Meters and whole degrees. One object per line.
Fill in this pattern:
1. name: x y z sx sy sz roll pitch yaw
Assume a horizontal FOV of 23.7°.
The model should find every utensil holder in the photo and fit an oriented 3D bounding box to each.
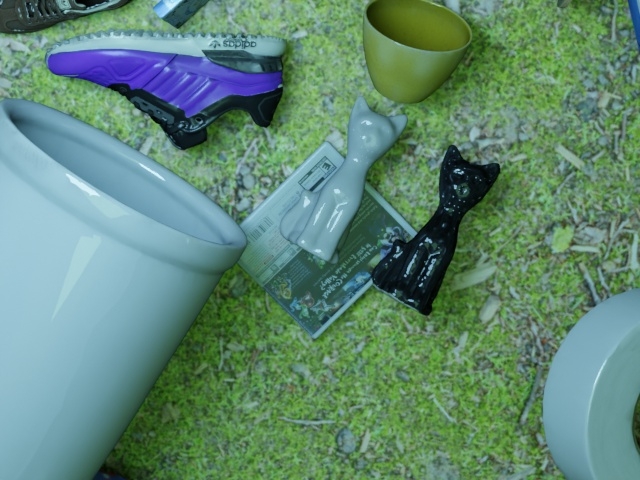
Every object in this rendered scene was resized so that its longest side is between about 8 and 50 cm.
1. utensil holder: -0.322 0.079 1.788 0.328 0.327 0.385 31 101 -6

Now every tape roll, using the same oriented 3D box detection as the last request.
1. tape roll: 0.418 0.205 1.879 0.286 0.100 0.286 -5 101 -24

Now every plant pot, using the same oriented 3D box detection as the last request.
1. plant pot: 0.107 -0.223 1.847 0.134 0.134 0.095 13 126 -3

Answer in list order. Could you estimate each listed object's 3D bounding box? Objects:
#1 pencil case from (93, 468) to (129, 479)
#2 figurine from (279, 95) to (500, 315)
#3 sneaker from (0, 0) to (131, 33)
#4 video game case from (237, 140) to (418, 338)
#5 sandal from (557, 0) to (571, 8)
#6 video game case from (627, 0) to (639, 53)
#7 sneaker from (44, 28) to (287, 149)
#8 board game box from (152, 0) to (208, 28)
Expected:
1. pencil case: -0.184 0.376 1.936 0.306 0.133 0.119 17 71 -5
2. figurine: 0.087 -0.048 1.873 0.215 0.092 0.209 29 89 -5
3. sneaker: -0.316 -0.296 1.844 0.188 0.071 0.066 -16 100 1
4. video game case: 0.000 0.000 1.926 0.190 0.022 0.173 -44 97 5
5. sandal: 0.372 -0.378 1.837 0.079 0.088 0.240 22 92 -8
6. video game case: 0.509 -0.253 1.838 0.244 0.061 0.269 -18 116 3
7. sneaker: -0.188 -0.181 1.851 0.293 0.102 0.146 1 100 -1
8. board game box: -0.154 -0.297 1.837 0.090 0.090 0.020 -39 86 5
